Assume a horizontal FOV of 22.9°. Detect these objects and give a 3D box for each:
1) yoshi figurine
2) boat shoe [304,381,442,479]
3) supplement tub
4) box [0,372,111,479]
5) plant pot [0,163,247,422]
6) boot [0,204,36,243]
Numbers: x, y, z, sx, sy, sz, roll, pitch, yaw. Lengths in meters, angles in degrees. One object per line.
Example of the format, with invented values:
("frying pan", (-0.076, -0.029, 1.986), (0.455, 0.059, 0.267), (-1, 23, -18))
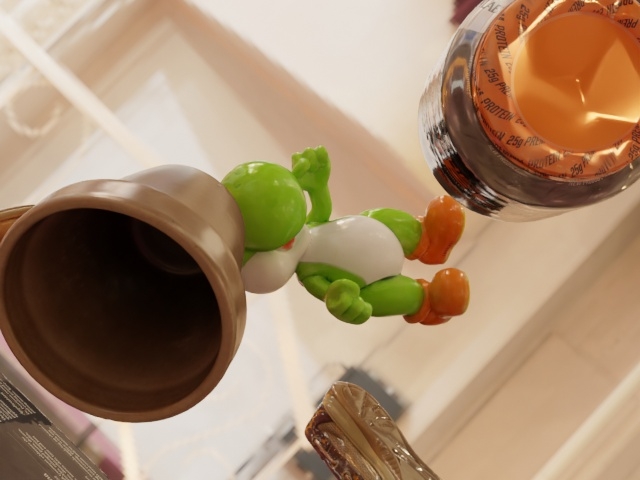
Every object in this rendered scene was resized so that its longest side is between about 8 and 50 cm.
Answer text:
("yoshi figurine", (0.009, -0.006, 1.913), (0.362, 0.203, 0.203), (8, 14, -18))
("boat shoe", (0.085, 0.349, 2.143), (0.123, 0.123, 0.342), (13, 32, -52))
("supplement tub", (0.189, -0.117, 1.345), (0.193, 0.193, 0.316), (44, -3, 1))
("box", (-0.463, 0.299, 1.960), (0.343, 0.179, 0.312), (42, 12, 13))
("plant pot", (-0.186, 0.029, 1.686), (0.263, 0.263, 0.229), (46, 27, -8))
("boot", (-0.389, 0.063, 2.180), (0.109, 0.220, 0.283), (-5, -1, 34))
